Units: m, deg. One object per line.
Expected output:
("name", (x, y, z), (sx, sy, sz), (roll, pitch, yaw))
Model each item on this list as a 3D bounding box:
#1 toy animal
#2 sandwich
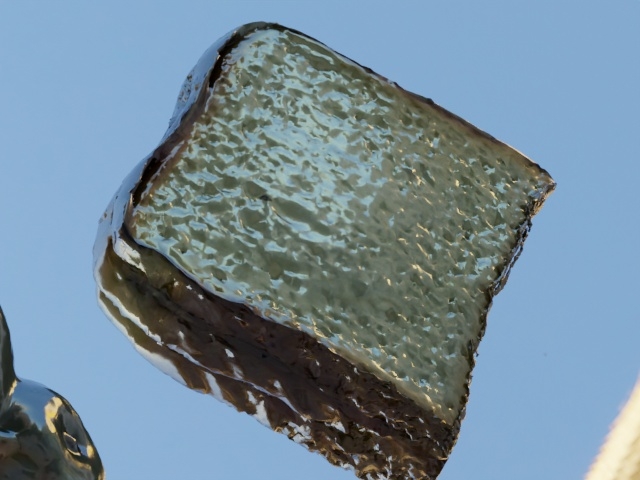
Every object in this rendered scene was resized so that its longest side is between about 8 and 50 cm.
("toy animal", (-0.167, 0.095, 0.957), (0.251, 0.125, 0.127), (41, -87, -20))
("sandwich", (0.000, 0.000, 1.311), (0.271, 0.301, 0.099), (28, -48, -1))
